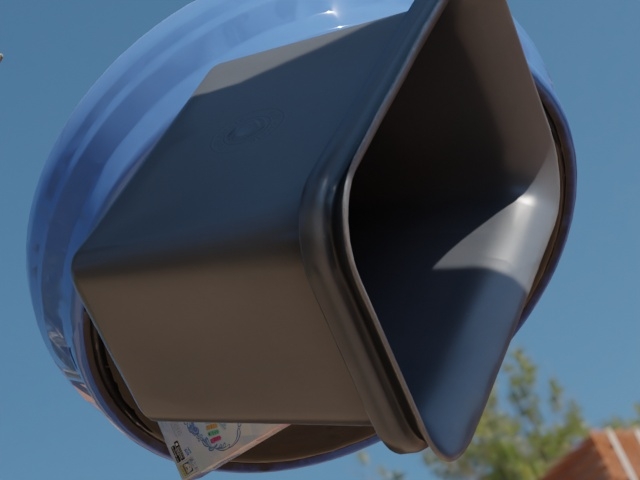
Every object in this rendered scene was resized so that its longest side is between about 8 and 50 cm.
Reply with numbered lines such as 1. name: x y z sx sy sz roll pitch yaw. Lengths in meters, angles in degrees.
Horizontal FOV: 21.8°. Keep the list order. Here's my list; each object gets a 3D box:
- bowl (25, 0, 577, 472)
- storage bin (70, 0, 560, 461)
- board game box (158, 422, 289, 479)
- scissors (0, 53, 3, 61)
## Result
1. bowl: 0.000 0.000 1.117 0.391 0.077 0.391 -16 -48 -18
2. storage bin: 0.002 -0.002 0.449 0.091 0.135 0.098 -7 -57 29
3. board game box: -0.065 0.086 0.993 0.090 0.090 0.020 -34 -16 35
4. scissors: -0.273 -0.004 0.926 0.297 0.021 0.109 -45 2 7
